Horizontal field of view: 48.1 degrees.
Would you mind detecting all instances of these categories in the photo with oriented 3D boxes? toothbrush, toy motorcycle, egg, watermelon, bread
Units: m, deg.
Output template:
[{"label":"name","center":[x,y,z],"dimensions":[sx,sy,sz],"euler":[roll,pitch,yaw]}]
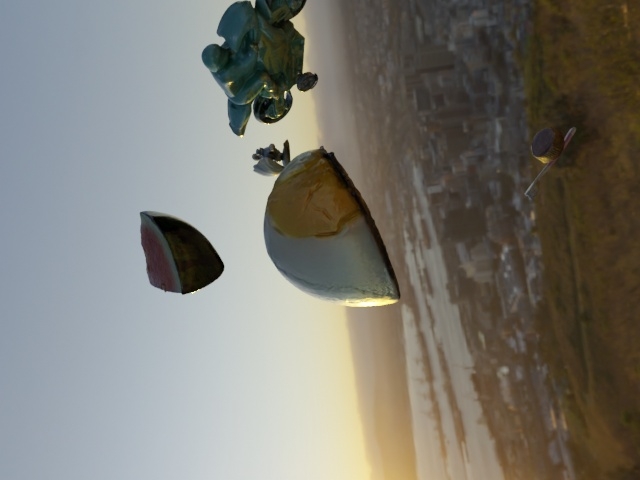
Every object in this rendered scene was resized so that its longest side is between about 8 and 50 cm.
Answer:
[{"label":"toothbrush","center":[0.637,-0.215,1.972],"dimensions":[0.025,0.286,0.020],"euler":[43,155,-7]},{"label":"toy motorcycle","center":[-0.107,-0.301,1.220],"dimensions":[0.109,0.198,0.297],"euler":[50,153,31]},{"label":"egg","center":[0.000,0.000,1.370],"dimensions":[0.337,0.201,0.337],"euler":[-25,-90,-90]},{"label":"watermelon","center":[-0.190,0.031,0.926],"dimensions":[0.125,0.094,0.135],"euler":[43,-163,-32]},{"label":"bread","center":[0.557,-0.232,1.744],"dimensions":[0.085,0.053,0.085],"euler":[-45,35,44]}]

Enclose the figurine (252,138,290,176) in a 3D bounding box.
[{"label":"figurine","center":[-0.111,-0.186,1.606],"dimensions":[0.094,0.086,0.082],"euler":[102,165,-70]}]
